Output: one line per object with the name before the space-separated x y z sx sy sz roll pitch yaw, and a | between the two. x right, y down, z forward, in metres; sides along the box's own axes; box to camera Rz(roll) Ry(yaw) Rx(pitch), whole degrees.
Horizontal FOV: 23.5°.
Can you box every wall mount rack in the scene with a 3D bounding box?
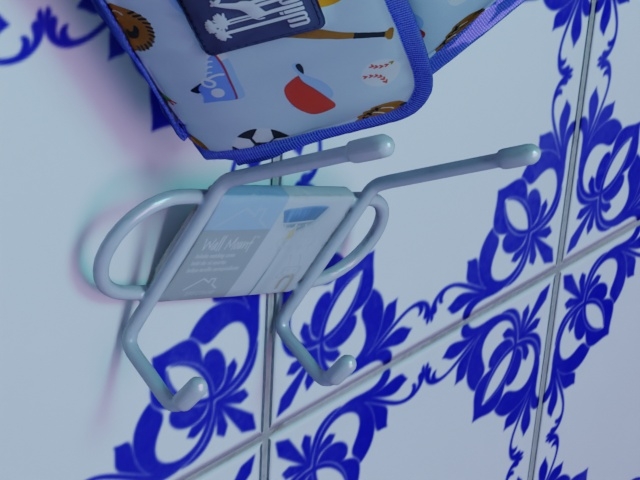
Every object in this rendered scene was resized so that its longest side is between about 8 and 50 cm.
wall mount rack | 0.000 0.000 1.253 0.350 0.130 0.304 -3 135 -52

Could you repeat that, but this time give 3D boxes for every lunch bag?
lunch bag | 0.004 -0.265 1.087 0.385 0.239 0.328 -38 140 -8
